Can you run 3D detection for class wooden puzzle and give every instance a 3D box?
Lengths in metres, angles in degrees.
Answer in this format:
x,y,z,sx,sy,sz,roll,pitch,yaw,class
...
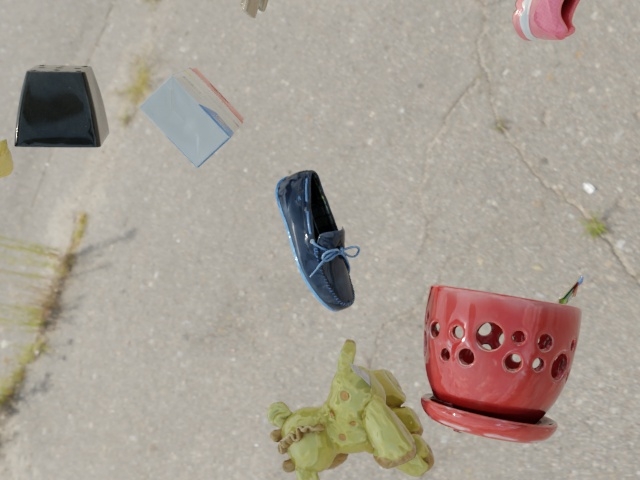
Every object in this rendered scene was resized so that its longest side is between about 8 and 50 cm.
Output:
x,y,z,sx,sy,sz,roll,pitch,yaw,class
0.461,0.106,1.552,0.014,0.079,0.116,36,71,25,wooden puzzle

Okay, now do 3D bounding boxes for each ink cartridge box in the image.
x,y,z,sx,sy,sz,roll,pitch,yaw,class
-0.208,-0.213,1.395,0.078,0.134,0.231,-42,10,11,ink cartridge box

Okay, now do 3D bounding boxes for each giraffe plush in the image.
x,y,z,sx,sy,sz,roll,pitch,yaw,class
0.027,0.261,1.133,0.170,0.210,0.181,-36,35,11,giraffe plush

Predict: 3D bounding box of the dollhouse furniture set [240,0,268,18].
x,y,z,sx,sy,sz,roll,pitch,yaw,class
-0.146,-0.407,1.235,0.151,0.144,0.123,17,97,7,dollhouse furniture set

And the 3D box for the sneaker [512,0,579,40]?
x,y,z,sx,sy,sz,roll,pitch,yaw,class
0.496,-0.554,1.673,0.136,0.115,0.314,29,117,47,sneaker

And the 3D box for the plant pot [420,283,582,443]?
x,y,z,sx,sy,sz,roll,pitch,yaw,class
0.215,0.151,1.036,0.191,0.191,0.174,10,88,41,plant pot

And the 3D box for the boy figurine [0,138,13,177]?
x,y,z,sx,sy,sz,roll,pitch,yaw,class
-0.778,-0.193,1.776,0.177,0.285,0.092,-21,75,36,boy figurine

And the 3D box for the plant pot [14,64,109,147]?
x,y,z,sx,sy,sz,roll,pitch,yaw,class
-0.593,-0.312,1.902,0.187,0.188,0.167,-112,22,-71,plant pot

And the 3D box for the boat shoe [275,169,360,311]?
x,y,z,sx,sy,sz,roll,pitch,yaw,class
0.000,0.000,1.459,0.089,0.109,0.258,-25,93,35,boat shoe
